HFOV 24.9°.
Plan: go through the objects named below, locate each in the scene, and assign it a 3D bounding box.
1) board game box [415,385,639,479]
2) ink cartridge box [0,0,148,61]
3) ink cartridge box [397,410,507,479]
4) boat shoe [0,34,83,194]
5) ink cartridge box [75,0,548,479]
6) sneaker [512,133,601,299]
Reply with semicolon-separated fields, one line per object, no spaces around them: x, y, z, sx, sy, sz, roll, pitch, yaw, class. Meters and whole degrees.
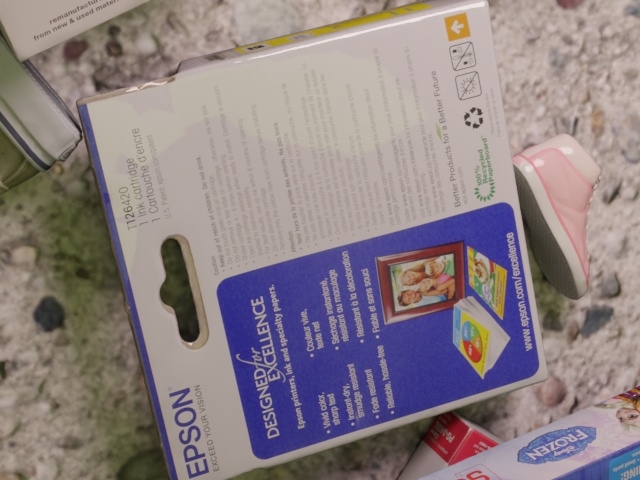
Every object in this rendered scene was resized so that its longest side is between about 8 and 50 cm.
0.158;0.301;1.112;0.319;0.066;0.318;-18;119;-25;board game box
-0.200;-0.253;0.842;0.100;0.172;0.237;-28;135;-11;ink cartridge box
0.108;0.225;1.144;0.109;0.063;0.150;32;91;-22;ink cartridge box
-0.276;-0.148;0.923;0.094;0.109;0.302;-39;112;-2;boat shoe
0.000;0.000;1.064;0.307;0.072;0.303;-15;107;-13;ink cartridge box
0.196;-0.022;1.128;0.070;0.051;0.134;-34;115;-18;sneaker
